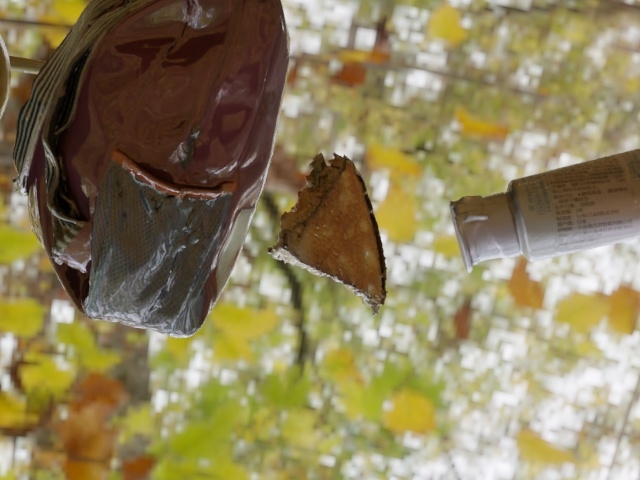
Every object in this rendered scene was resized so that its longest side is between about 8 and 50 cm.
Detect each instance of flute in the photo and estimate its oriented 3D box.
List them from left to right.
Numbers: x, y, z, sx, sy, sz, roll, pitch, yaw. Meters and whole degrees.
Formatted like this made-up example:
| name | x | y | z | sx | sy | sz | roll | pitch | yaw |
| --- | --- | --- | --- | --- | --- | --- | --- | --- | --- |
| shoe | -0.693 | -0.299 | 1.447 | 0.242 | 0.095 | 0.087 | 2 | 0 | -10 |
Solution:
| name | x | y | z | sx | sy | sz | roll | pitch | yaw |
| --- | --- | --- | --- | --- | --- | --- | --- | --- | --- |
| flute | -0.351 | -0.197 | 2.139 | 0.233 | 0.027 | 0.027 | 9 | -146 | 6 |

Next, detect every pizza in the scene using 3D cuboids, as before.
| name | x | y | z | sx | sy | sz | roll | pitch | yaw |
| --- | --- | --- | --- | --- | --- | --- | --- | --- | --- |
| pizza | 0.000 | 0.000 | 2.064 | 0.052 | 0.185 | 0.195 | -17 | 177 | 32 |

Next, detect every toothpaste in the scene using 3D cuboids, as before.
| name | x | y | z | sx | sy | sz | roll | pitch | yaw |
| --- | --- | --- | --- | --- | --- | --- | --- | --- | --- |
| toothpaste | 0.207 | -0.031 | 1.323 | 0.234 | 0.057 | 0.089 | -14 | -136 | 2 |

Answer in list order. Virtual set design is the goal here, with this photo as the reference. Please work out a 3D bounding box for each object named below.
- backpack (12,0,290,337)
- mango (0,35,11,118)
| name | x | y | z | sx | sy | sz | roll | pitch | yaw |
| --- | --- | --- | --- | --- | --- | --- | --- | --- | --- |
| backpack | -0.134 | -0.105 | 1.590 | 0.197 | 0.317 | 0.283 | 12 | -169 | -20 |
| mango | -0.443 | -0.124 | 1.762 | 0.329 | 0.175 | 0.177 | -9 | -116 | 6 |
